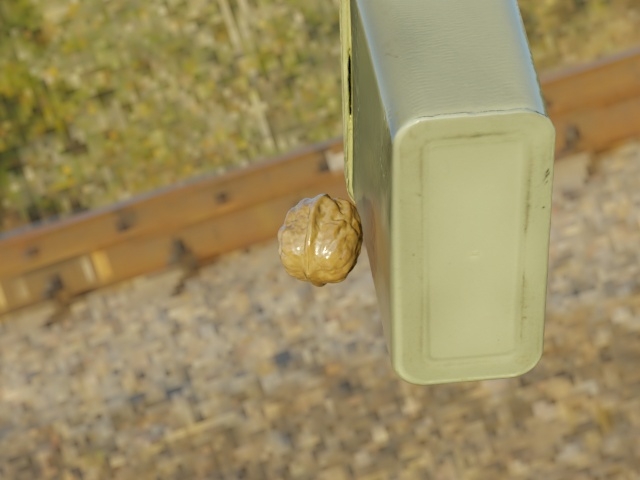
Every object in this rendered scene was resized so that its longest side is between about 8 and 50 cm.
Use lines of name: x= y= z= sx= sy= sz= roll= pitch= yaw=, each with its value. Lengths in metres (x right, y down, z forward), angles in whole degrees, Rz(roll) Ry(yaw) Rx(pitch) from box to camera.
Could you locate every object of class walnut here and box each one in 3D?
walnut: x=0.000 y=0.000 z=1.904 sx=0.079 sy=0.082 sz=0.096 roll=2 pitch=47 yaw=18

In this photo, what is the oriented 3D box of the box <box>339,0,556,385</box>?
box: x=0.126 y=-0.091 z=1.991 sx=0.177 sy=0.352 sz=0.344 roll=-5 pitch=39 yaw=-5
